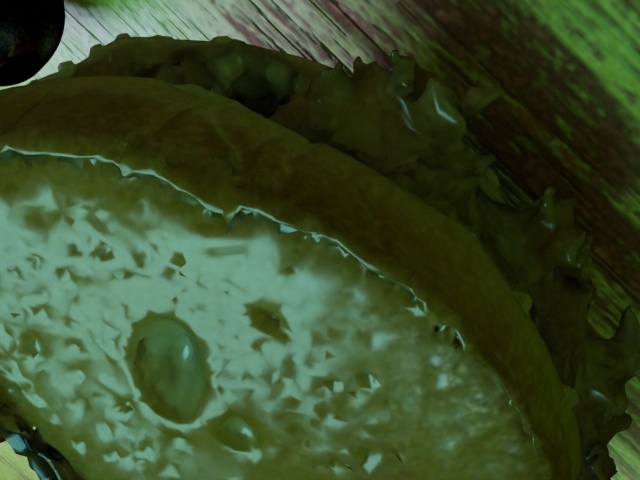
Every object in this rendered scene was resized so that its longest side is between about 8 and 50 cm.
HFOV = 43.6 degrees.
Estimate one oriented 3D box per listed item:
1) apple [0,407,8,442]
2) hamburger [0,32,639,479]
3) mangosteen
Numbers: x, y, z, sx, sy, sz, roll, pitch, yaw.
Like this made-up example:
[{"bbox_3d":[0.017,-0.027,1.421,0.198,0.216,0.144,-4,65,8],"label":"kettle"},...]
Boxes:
[{"bbox_3d":[-0.515,0.224,1.238,0.196,0.196,0.196,26,142,22],"label":"apple"},{"bbox_3d":[0.019,0.054,0.451,0.287,0.268,0.445,-27,107,23],"label":"hamburger"},{"bbox_3d":[-0.244,-0.191,0.583,0.137,0.137,0.151,43,111,0],"label":"mangosteen"}]
